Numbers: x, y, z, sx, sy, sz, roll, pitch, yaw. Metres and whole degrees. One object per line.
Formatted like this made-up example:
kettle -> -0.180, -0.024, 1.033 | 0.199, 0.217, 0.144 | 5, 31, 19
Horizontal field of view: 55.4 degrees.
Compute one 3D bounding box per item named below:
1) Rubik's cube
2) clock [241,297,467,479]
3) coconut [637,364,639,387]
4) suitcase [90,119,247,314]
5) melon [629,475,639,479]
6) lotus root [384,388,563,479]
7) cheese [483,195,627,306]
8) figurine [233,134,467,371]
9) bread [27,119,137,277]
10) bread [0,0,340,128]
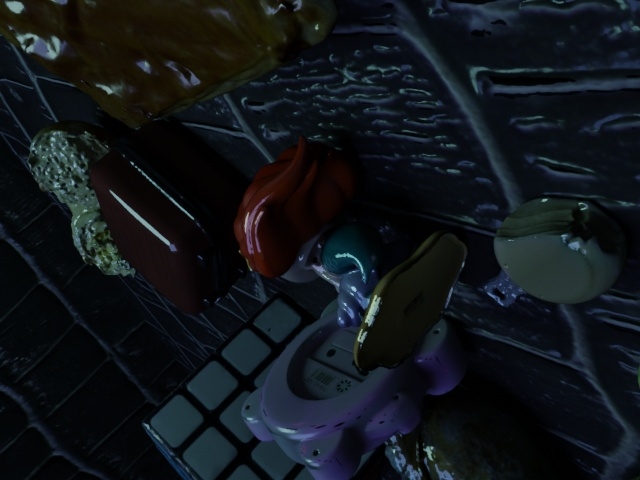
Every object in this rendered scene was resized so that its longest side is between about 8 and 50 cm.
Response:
Rubik's cube -> -0.065, 0.372, 1.127 | 0.337, 0.344, 0.344 | 36, 154, 22
clock -> 0.035, 0.176, 0.776 | 0.227, 0.248, 0.090 | 12, 137, 52
coconut -> 0.287, 0.104, 0.463 | 0.096, 0.088, 0.088 | 38, 155, 6
suitcase -> -0.234, -0.028, 0.996 | 0.236, 0.161, 0.297 | 40, 156, 13
melon -> 0.372, 0.309, 0.684 | 0.098, 0.054, 0.182 | 9, 138, 45
lotus root -> 0.235, 0.327, 0.810 | 0.349, 0.175, 0.175 | 46, 156, -10
cheese -> 0.185, 0.016, 0.530 | 0.092, 0.047, 0.171 | 51, 156, -8
figurine -> 0.007, -0.004, 0.662 | 0.257, 0.181, 0.208 | 32, -168, 32
bread -> -0.416, -0.094, 1.175 | 0.192, 0.171, 0.314 | -117, 8, -63
bread -> -0.151, -0.249, 0.499 | 0.277, 0.167, 0.324 | 37, 150, -29
